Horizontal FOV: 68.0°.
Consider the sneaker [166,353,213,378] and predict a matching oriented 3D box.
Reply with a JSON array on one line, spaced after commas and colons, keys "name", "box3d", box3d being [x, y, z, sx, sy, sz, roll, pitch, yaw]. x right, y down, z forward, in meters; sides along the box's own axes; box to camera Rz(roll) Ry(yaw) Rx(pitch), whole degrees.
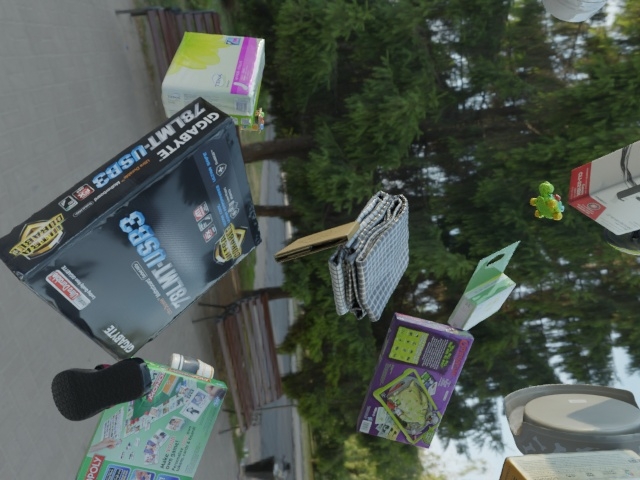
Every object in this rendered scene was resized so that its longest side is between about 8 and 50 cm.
[{"name": "sneaker", "box3d": [-0.389, 0.447, 1.282, 0.321, 0.127, 0.126, -60, -156, 27]}]

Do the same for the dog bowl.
[{"name": "dog bowl", "box3d": [0.615, 0.436, 1.112, 0.349, 0.348, 0.102, 132, -47, -88]}]

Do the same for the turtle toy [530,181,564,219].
[{"name": "turtle toy", "box3d": [0.736, -0.126, 1.531, 0.130, 0.066, 0.095, 58, -16, -22]}]

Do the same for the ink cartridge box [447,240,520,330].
[{"name": "ink cartridge box", "box3d": [0.438, 0.124, 1.231, 0.056, 0.171, 0.235, 48, -38, 31]}]

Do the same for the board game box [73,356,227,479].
[{"name": "board game box", "box3d": [-0.344, 0.411, 0.942, 0.317, 0.213, 0.046, -69, -161, -5]}]

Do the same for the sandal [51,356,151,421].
[{"name": "sandal", "box3d": [-0.277, 0.188, 0.609, 0.040, 0.179, 0.067, -4, 78, -66]}]

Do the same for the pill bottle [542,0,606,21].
[{"name": "pill bottle", "box3d": [0.686, -0.711, 1.124, 0.363, 0.210, 0.210, 90, -7, -79]}]

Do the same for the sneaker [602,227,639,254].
[{"name": "sneaker", "box3d": [0.898, -0.021, 1.246, 0.300, 0.121, 0.111, 5, -105, 54]}]

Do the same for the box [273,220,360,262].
[{"name": "box", "box3d": [0.000, 0.000, 1.065, 0.201, 0.164, 0.021, -38, 111, -75]}]

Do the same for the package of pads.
[{"name": "package of pads", "box3d": [-0.272, -0.426, 1.231, 0.101, 0.229, 0.297, 97, -5, -50]}]

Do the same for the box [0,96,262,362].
[{"name": "box", "box3d": [-0.220, 0.003, 0.649, 0.073, 0.293, 0.295, 35, -26, 20]}]

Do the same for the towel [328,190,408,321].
[{"name": "towel", "box3d": [0.141, 0.045, 1.232, 0.284, 0.121, 0.235, -53, 148, -35]}]

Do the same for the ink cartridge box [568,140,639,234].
[{"name": "ink cartridge box", "box3d": [0.792, -0.135, 1.154, 0.273, 0.197, 0.114, -33, -146, 60]}]

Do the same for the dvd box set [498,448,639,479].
[{"name": "dvd box set", "box3d": [0.521, 0.480, 0.698, 0.420, 0.307, 0.062, -135, -127, -66]}]

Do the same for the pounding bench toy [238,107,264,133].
[{"name": "pounding bench toy", "box3d": [-0.185, -0.334, 1.289, 0.083, 0.065, 0.052, -91, -175, -49]}]

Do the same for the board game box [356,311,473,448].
[{"name": "board game box", "box3d": [0.240, 0.371, 1.240, 0.056, 0.208, 0.347, -71, 178, -74]}]
